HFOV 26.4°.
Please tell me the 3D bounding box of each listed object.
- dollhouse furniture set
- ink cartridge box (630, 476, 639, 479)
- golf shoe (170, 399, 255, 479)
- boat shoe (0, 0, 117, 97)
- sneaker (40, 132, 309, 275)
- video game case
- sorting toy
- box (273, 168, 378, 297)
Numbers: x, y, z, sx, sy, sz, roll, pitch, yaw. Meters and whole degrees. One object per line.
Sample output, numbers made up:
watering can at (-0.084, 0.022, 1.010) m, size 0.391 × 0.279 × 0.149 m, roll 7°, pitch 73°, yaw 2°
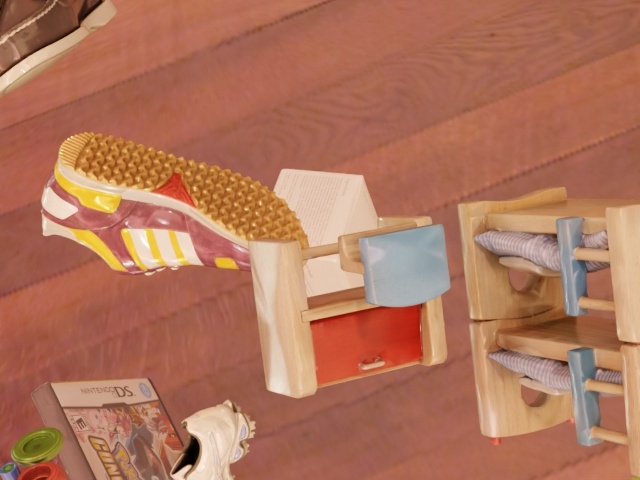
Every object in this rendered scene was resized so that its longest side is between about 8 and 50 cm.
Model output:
dollhouse furniture set at (0.083, 0.051, 0.643) m, size 0.184 × 0.129 × 0.128 m, roll -10°, pitch 97°, yaw -28°
ink cartridge box at (0.256, 0.149, 0.777) m, size 0.097 × 0.189 × 0.255 m, roll -21°, pitch 107°, yaw -47°
golf shoe at (-0.129, 0.257, 1.475) m, size 0.086 × 0.069 × 0.176 m, roll -4°, pitch 109°, yaw -36°
boat shoe at (-0.211, -0.164, 1.007) m, size 0.081 × 0.227 × 0.068 m, roll -30°, pitch 105°, yaw 12°
sneaker at (-0.101, -0.008, 0.949) m, size 0.186 × 0.069 × 0.084 m, roll 22°, pitch 128°, yaw -7°
video game case at (-0.239, 0.305, 1.789) m, size 0.035 × 0.248 × 0.274 m, roll -35°, pitch 73°, yaw 18°
sorting toy at (-0.264, 0.222, 1.280) m, size 0.061 × 0.102 × 0.042 m, roll -17°, pitch 118°, yaw -1°
box at (0.000, 0.000, 1.319) m, size 0.087 × 0.101 × 0.102 m, roll 7°, pitch 59°, yaw 20°
